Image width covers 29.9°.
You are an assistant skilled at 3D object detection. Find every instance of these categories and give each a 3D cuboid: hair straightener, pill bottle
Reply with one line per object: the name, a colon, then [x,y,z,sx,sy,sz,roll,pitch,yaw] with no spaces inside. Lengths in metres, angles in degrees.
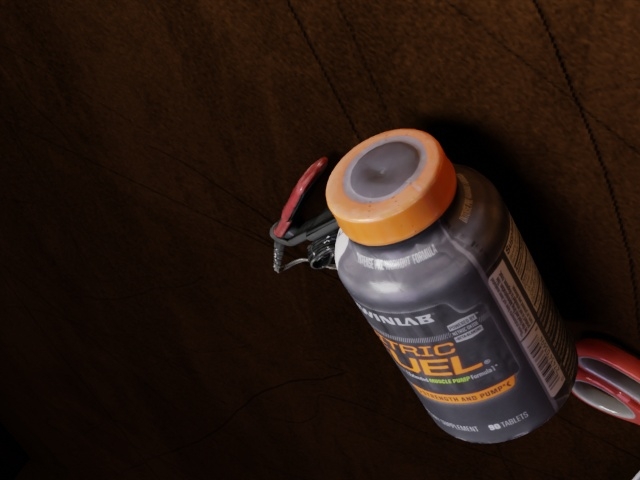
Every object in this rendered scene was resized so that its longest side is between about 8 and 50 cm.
hair straightener: [0.000,0.000,1.053,0.089,0.047,0.230,37,157,-1]
pill bottle: [0.093,0.032,0.882,0.130,0.130,0.245,13,147,43]

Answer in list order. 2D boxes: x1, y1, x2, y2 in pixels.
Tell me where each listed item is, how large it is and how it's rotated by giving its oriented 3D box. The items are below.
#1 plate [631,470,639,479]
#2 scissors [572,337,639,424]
plate: [0.382,0.265,1.009,0.278,0.045,0.277,28,159,12]
scissors: [0.325,0.174,0.969,0.297,0.021,0.109,34,157,7]
